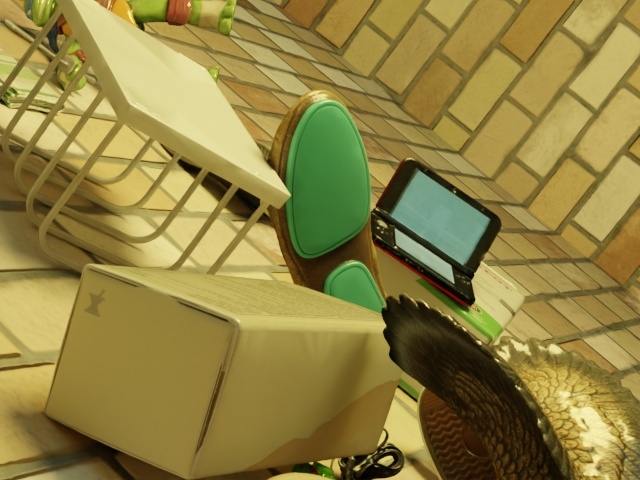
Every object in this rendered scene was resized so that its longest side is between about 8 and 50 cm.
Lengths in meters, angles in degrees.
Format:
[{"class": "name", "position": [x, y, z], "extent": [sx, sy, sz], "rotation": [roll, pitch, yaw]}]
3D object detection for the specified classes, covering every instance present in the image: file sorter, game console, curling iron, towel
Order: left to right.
[{"class": "towel", "position": [-0.374, -0.197, 1.705], "extent": [0.152, 0.023, 0.113], "rotation": [39, 11, 18]}, {"class": "file sorter", "position": [-0.192, -0.087, 1.454], "extent": [0.193, 0.173, 0.277], "rotation": [28, 16, -35]}, {"class": "game console", "position": [0.133, -0.011, 1.683], "extent": [0.144, 0.085, 0.124], "rotation": [33, 16, -9]}, {"class": "curling iron", "position": [0.137, 0.230, 1.371], "extent": [0.274, 0.068, 0.035], "rotation": [18, -15, -19]}]

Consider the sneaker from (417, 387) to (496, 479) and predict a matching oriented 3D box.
[{"class": "sneaker", "position": [0.208, 0.251, 1.506], "extent": [0.290, 0.106, 0.123], "rotation": [51, 13, 9]}]

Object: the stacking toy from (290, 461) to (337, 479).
[{"class": "stacking toy", "position": [0.070, 0.272, 1.191], "extent": [0.167, 0.052, 0.221], "rotation": [30, 13, -32]}]

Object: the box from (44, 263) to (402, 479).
[{"class": "box", "position": [-0.062, 0.101, 1.186], "extent": [0.148, 0.121, 0.311], "rotation": [19, 5, 28]}]

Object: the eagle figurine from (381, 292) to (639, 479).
[{"class": "eagle figurine", "position": [0.170, 0.182, 1.174], "extent": [0.225, 0.298, 0.226], "rotation": [-2, -22, -6]}]

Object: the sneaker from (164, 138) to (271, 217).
[{"class": "sneaker", "position": [-0.121, -0.100, 1.924], "extent": [0.222, 0.083, 0.118], "rotation": [36, -10, 35]}]

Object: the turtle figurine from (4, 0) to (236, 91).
[{"class": "turtle figurine", "position": [-0.247, -0.276, 1.848], "extent": [0.266, 0.274, 0.198], "rotation": [15, 58, -4]}]

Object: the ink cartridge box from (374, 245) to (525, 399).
[{"class": "ink cartridge box", "position": [0.120, 0.073, 1.807], "extent": [0.211, 0.121, 0.289], "rotation": [38, 14, 8]}]

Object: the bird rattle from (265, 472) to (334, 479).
[{"class": "bird rattle", "position": [0.001, 0.235, 0.992], "extent": [0.253, 0.143, 0.207], "rotation": [25, 21, -2]}]

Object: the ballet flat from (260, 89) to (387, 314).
[{"class": "ballet flat", "position": [0.000, 0.000, 1.527], "extent": [0.124, 0.116, 0.342], "rotation": [25, -41, 54]}]
